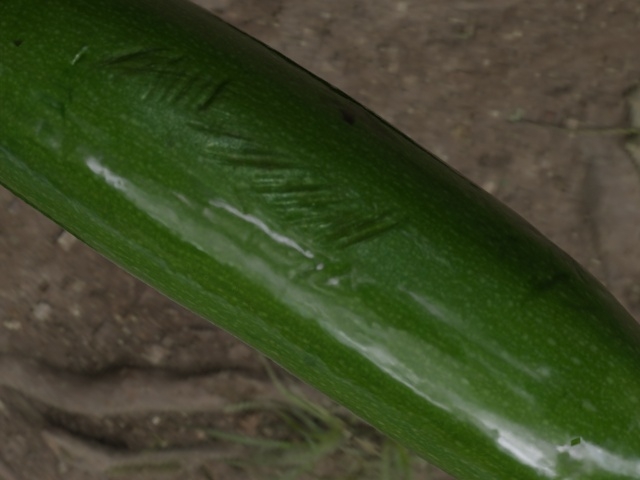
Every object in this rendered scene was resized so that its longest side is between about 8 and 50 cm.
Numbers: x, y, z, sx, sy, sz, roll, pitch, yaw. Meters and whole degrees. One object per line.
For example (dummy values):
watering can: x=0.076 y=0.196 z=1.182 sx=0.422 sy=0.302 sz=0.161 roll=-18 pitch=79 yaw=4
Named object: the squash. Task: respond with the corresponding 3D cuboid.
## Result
squash: x=0.000 y=-0.001 z=0.423 sx=0.292 sy=0.082 sz=0.082 roll=33 pitch=85 yaw=0
